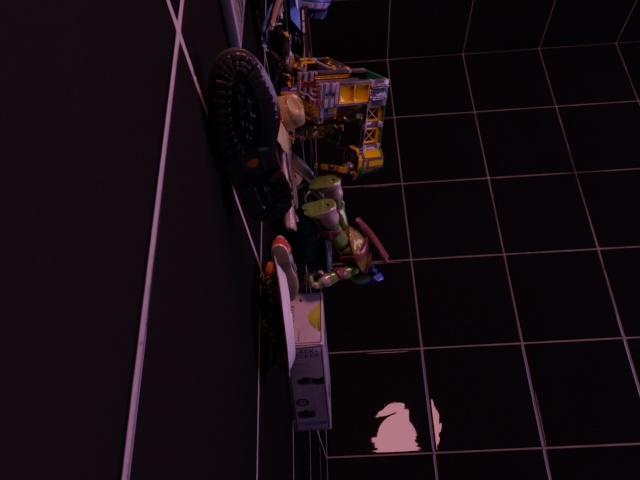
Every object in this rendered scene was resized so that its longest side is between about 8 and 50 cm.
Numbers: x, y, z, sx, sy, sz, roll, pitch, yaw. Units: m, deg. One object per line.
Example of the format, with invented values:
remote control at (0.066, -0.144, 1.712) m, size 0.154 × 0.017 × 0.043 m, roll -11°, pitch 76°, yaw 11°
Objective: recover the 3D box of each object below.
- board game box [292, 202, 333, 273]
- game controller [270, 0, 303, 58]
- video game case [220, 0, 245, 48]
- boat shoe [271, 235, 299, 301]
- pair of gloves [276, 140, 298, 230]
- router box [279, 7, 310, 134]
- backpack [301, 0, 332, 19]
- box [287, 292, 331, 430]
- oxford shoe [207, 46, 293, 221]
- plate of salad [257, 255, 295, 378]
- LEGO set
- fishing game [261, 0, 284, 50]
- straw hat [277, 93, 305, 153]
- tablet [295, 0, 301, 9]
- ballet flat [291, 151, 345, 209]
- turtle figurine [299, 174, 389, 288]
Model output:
board game box at (-0.024, -0.004, 1.571) m, size 0.026 × 0.126 × 0.186 m, roll -37°, pitch 136°, yaw -35°
game controller at (-0.077, -0.602, 1.407) m, size 0.166 × 0.067 × 0.319 m, roll -14°, pitch 101°, yaw -69°
video game case at (-0.123, -0.365, 0.787) m, size 0.157 × 0.019 × 0.143 m, roll 85°, pitch 3°, yaw -55°
boat shoe at (-0.070, 0.057, 1.145) m, size 0.043 × 0.049 × 0.137 m, roll -94°, pitch 174°, yaw -61°
pair of gloves at (-0.078, -0.124, 1.256) m, size 0.240 × 0.042 × 0.204 m, roll -89°, pitch 172°, yaw -84°
router box at (-0.061, -0.451, 1.645) m, size 0.309 × 0.081 × 0.243 m, roll 77°, pitch 10°, yaw -77°
backpack at (-0.038, -0.663, 1.580) m, size 0.173 × 0.158 × 0.117 m, roll -94°, pitch -165°, yaw -57°
box at (-0.027, 0.281, 1.351) m, size 0.169 × 0.087 × 0.290 m, roll -90°, pitch 176°, yaw -55°
oxford shoe at (-0.092, -0.130, 0.695) m, size 0.227 × 0.082 × 0.096 m, roll 85°, pitch -16°, yaw -47°
plate of salad at (-0.073, 0.125, 0.954) m, size 0.200 × 0.048 × 0.200 m, roll 174°, pitch -90°, yaw -82°
LEGO set at (-0.012, -0.276, 1.267) m, size 0.331 × 0.192 × 0.255 m, roll 50°, pitch -40°, yaw 40°
fishing game at (-0.073, -0.452, 1.113) m, size 0.264 × 0.041 × 0.189 m, roll -116°, pitch -136°, yaw -72°
straw hat at (-0.060, -0.244, 1.121) m, size 0.144 × 0.061 × 0.145 m, roll -18°, pitch 90°, yaw -78°
tablet at (-0.053, -0.571, 1.372) m, size 0.083 × 0.006 × 0.054 m, roll -83°, pitch 168°, yaw -63°
ballet flat at (-0.030, -0.133, 1.455) m, size 0.213 × 0.068 × 0.072 m, roll 44°, pitch -21°, yaw 5°
turtle figurine at (0.000, 0.000, 1.322) m, size 0.198 × 0.274 × 0.266 m, roll -43°, pitch 135°, yaw -28°
